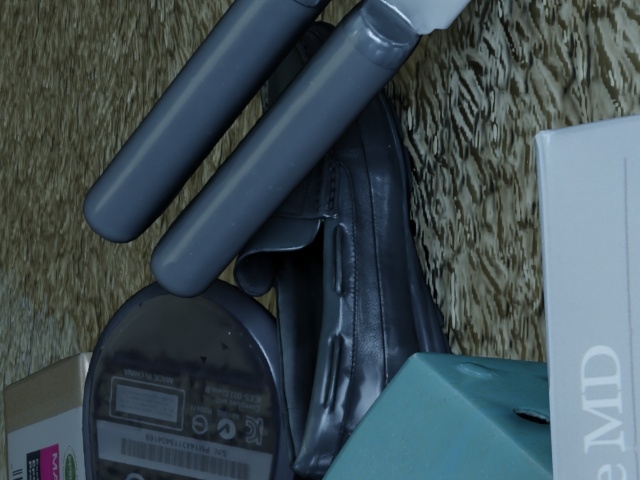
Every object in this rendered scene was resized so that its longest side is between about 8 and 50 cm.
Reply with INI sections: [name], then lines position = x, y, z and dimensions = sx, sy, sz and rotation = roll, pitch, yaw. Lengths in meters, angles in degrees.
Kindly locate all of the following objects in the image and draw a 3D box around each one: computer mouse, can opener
[computer mouse]
position = -0.063, 0.146, 0.978
dimensions = 0.188, 0.072, 0.272
rotation = 14, 102, 24
[can opener]
position = 0.009, -0.091, 0.788
dimensions = 0.280, 0.074, 0.093
rotation = -49, 2, 26

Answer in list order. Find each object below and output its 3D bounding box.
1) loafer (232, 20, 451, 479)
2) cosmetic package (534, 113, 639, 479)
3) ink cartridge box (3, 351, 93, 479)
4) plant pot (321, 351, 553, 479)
[loafer]
position = 0.000, 0.000, 0.865
dimensions = 0.076, 0.078, 0.223
rotation = 127, 136, -55
[cosmetic package]
position = 0.161, 0.028, 0.341
dimensions = 0.238, 0.107, 0.127
rotation = -10, 79, 35
[ink cartridge box]
position = -0.116, 0.186, 1.133
dimensions = 0.193, 0.088, 0.234
rotation = 152, 115, -66
[plant pot]
position = 0.068, 0.164, 0.625
dimensions = 0.165, 0.166, 0.234
rotation = 41, 119, 60
